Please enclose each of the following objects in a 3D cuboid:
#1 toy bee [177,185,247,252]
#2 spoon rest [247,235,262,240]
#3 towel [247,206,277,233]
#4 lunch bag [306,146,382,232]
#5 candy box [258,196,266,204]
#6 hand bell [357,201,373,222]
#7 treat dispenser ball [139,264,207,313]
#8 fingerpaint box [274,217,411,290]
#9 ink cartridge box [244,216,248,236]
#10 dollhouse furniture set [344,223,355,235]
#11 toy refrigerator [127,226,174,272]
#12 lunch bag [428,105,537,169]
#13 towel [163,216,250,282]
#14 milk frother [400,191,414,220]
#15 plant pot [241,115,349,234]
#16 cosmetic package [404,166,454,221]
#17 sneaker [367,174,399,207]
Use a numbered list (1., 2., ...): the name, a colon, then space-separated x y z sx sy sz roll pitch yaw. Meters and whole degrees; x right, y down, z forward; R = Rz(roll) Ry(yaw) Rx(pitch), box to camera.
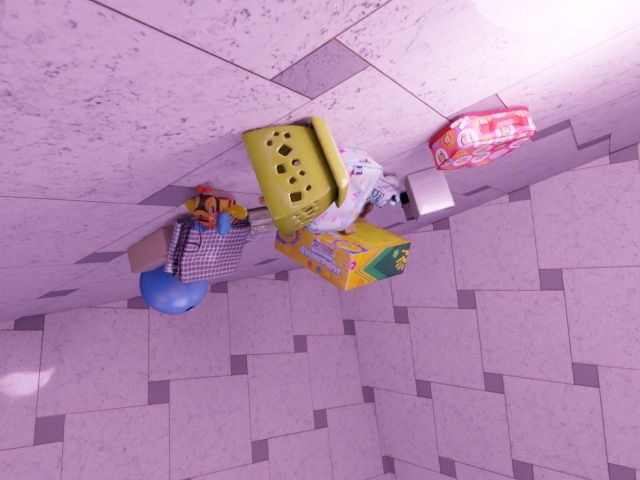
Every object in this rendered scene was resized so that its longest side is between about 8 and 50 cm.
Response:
1. toy bee: -0.320 -0.092 1.361 0.195 0.162 0.298 1 -160 -8
2. spoon rest: -0.243 -0.047 2.024 0.276 0.084 0.137 1 165 -17
3. towel: -0.214 -0.081 1.754 0.148 0.110 0.027 -10 -148 -21
4. lunch bag: 0.064 -0.154 1.398 0.224 0.108 0.279 -2 134 -46
5. candy box: -0.130 -0.151 1.671 0.105 0.027 0.206 -17 172 26
6. hand bell: 0.218 -0.131 2.272 0.126 0.126 0.242 -12 158 -25
7. treat dispenser ball: -0.646 0.183 1.984 0.288 0.288 0.288 -16 171 -2
8. fingerpaint box: 0.087 0.022 1.905 0.371 0.163 0.444 -10 -152 -43
9. ink cartridge box: -0.257 -0.065 1.858 0.109 0.063 0.150 -14 170 -15
10. dollhouse furniture set: 0.038 -0.083 1.835 0.160 0.182 0.101 -15 159 -5
11. toy refrigerator: -0.628 0.039 1.728 0.269 0.102 0.094 -23 168 38
12. lunch bag: 0.518 -0.327 1.423 0.293 0.120 0.258 -13 170 -18
13. towel: -0.407 0.027 1.645 0.283 0.121 0.235 -7 127 -49
14. milk frother: 0.411 -0.166 2.191 0.143 0.135 0.129 -16 171 4
15. plant pot: -0.050 -0.163 1.129 0.207 0.227 0.228 -21 171 -3
16. cosmetic package: 0.462 -0.197 1.924 0.151 0.184 0.151 -16 171 3
17. sneaker: 0.220 -0.191 1.726 0.283 0.122 0.110 -3 165 -44
